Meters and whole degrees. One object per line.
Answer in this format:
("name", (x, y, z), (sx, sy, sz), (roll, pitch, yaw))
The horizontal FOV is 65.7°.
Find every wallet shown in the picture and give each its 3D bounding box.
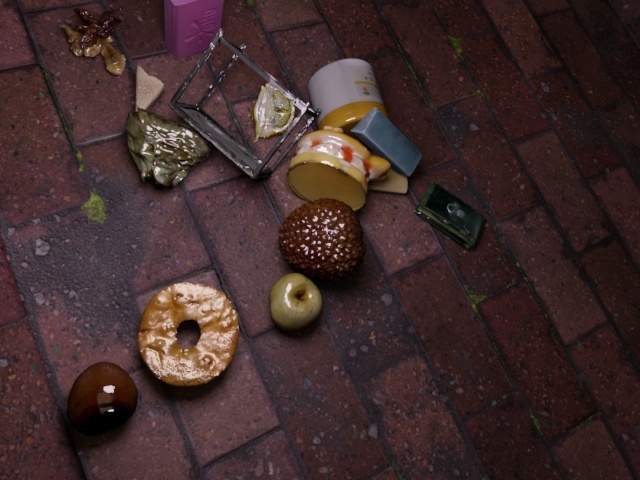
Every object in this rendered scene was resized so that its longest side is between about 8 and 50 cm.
("wallet", (0.461, -0.094, 1.750), (0.236, 0.055, 0.160), (35, 59, -2))

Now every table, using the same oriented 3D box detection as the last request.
("table", (-0.217, -0.401, 1.499), (0.335, 0.222, 0.272), (40, 103, -1))

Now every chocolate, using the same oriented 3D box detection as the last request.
("chocolate", (-0.547, 0.390, 1.243), (0.176, 0.177, 0.177), (5, 71, -15))

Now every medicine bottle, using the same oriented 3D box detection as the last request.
("medicine bottle", (0.094, -0.444, 1.657), (0.238, 0.238, 0.232), (-8, 74, -19))

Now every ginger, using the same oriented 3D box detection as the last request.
("ginger", (-0.712, -0.603, 1.576), (0.133, 0.059, 0.214), (-29, 83, -31))

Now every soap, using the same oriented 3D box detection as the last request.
("soap", (-0.405, -0.714, 1.591), (0.181, 0.259, 0.081), (-29, 83, -24))

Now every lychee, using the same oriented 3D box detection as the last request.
("lychee", (0.000, 0.000, 1.473), (0.267, 0.267, 0.267), (5, 71, -15))

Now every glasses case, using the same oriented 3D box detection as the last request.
("glasses case", (0.222, -0.303, 1.580), (0.266, 0.105, 0.056), (32, 23, -40))

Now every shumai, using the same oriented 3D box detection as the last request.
("shumai", (-0.469, -0.265, 1.489), (0.256, 0.189, 0.218), (17, 89, -18))

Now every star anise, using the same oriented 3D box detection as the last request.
("star anise", (-0.681, -0.676, 1.509), (0.140, 0.144, 0.158), (-3, 68, -20))

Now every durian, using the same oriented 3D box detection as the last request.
("durian", (-0.164, -0.411, 1.656), (0.146, 0.102, 0.208), (29, 90, -6))

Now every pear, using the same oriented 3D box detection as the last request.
("pear", (-0.075, 0.181, 1.452), (0.167, 0.136, 0.167), (7, 68, -17))

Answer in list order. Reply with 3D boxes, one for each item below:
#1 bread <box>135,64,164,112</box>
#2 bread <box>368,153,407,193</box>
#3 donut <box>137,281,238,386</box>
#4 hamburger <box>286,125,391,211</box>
("bread", (-0.570, -0.454, 1.552), (0.105, 0.077, 0.152), (31, 63, -9))
("bread", (0.212, -0.229, 1.715), (0.178, 0.060, 0.139), (7, 71, -15))
("donut", (-0.361, 0.259, 1.355), (0.277, 0.108, 0.278), (5, 71, -15))
("hamburger", (0.059, -0.226, 1.557), (0.302, 0.261, 0.186), (16, 65, 12))
